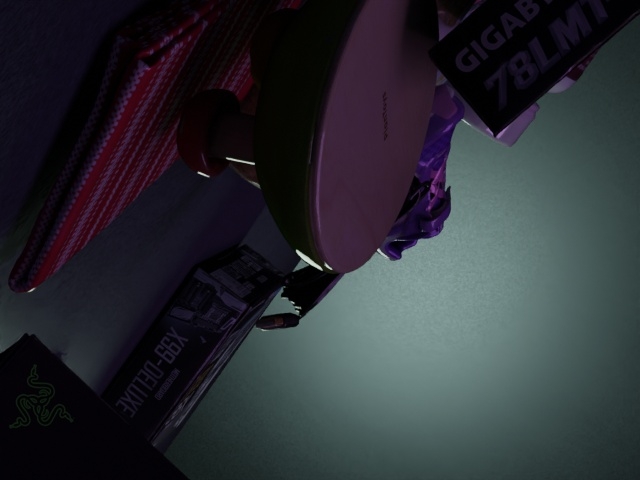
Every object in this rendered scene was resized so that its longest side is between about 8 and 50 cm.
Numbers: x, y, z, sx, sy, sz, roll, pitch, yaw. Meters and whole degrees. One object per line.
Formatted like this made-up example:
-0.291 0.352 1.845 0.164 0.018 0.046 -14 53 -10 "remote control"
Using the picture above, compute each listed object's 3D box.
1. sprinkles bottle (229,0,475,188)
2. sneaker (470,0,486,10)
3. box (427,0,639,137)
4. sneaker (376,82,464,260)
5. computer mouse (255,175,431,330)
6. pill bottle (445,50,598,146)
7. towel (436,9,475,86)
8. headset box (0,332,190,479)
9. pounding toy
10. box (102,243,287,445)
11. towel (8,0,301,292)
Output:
0.056 -0.191 1.127 0.355 0.121 0.121 -54 177 17 "sprinkles bottle"
0.126 -0.238 1.229 0.299 0.121 0.112 -21 -165 20 "sneaker"
0.213 -0.199 1.010 0.293 0.073 0.295 -41 -179 17 "box"
0.090 -0.057 1.561 0.095 0.104 0.236 -39 171 -35 "sneaker"
0.000 0.000 1.314 0.184 0.060 0.262 -45 175 7 "computer mouse"
0.284 -0.330 2.072 0.392 0.224 0.224 -55 177 12 "pill bottle"
0.071 -0.185 1.490 0.374 0.090 0.320 -45 174 0 "towel"
-0.176 0.230 0.953 0.246 0.283 0.131 -51 -169 -30 "headset box"
-0.010 -0.106 0.930 0.183 0.110 0.237 -31 132 -63 "pounding toy"
-0.156 0.132 1.924 0.242 0.076 0.307 -54 177 8 "box"
-0.078 -0.099 0.961 0.199 0.031 0.275 -56 175 40 "towel"
